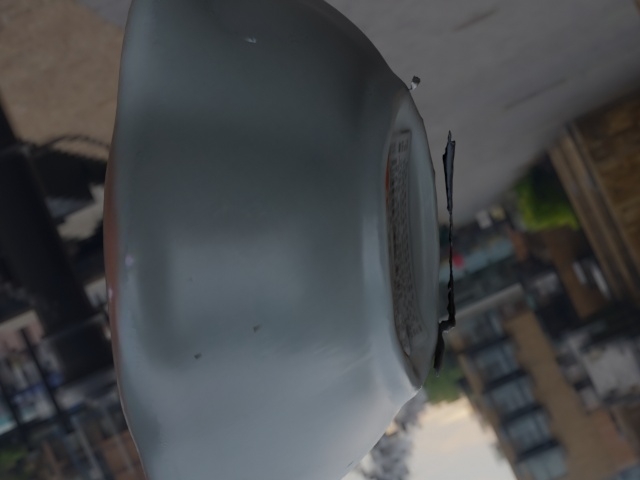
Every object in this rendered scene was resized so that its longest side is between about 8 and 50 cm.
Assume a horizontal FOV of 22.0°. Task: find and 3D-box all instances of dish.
[{"bbox_3d":[0.000,0.000,0.564,0.081,0.229,0.229,-1,-176,14],"label":"dish"}]
